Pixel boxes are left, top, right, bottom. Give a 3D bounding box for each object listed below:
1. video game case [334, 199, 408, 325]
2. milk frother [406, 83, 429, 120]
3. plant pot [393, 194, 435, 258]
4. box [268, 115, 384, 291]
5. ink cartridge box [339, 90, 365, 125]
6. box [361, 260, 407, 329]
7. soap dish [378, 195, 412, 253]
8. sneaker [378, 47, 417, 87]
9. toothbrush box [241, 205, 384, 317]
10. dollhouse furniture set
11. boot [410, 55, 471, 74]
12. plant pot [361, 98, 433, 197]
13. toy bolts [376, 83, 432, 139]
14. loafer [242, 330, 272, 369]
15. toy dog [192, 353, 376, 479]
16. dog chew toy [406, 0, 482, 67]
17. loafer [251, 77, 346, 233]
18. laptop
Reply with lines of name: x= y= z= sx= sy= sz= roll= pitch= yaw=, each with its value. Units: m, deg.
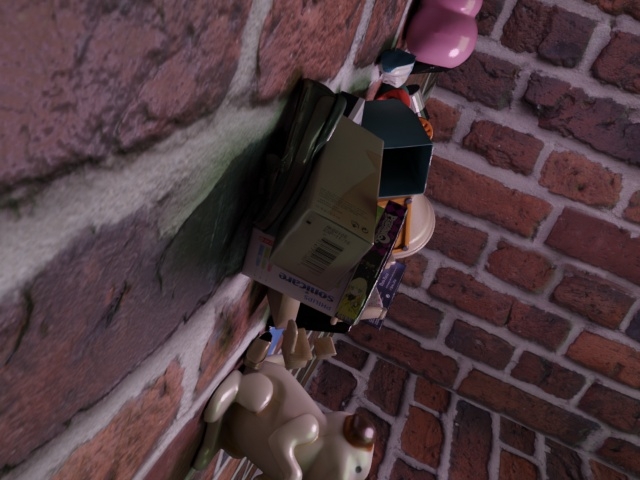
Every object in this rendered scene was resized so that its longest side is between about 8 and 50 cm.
video game case: x=0.091 y=0.050 z=0.968 sx=0.210 sy=0.042 sz=0.232 roll=-64 pitch=172 yaw=-5
milk frother: x=0.313 y=-0.490 z=2.023 sx=0.143 sy=0.129 sz=0.134 roll=-36 pitch=125 yaw=-10
plant pot: x=0.269 y=-0.141 z=2.071 sx=0.333 sy=0.334 sz=0.305 roll=-63 pitch=160 yaw=-18
box: x=0.019 y=-0.080 z=0.964 sx=0.148 sy=0.121 sz=0.311 roll=-50 pitch=-162 yaw=40
ink cartridge box: x=0.034 y=-0.184 z=1.292 sx=0.332 sy=0.065 sz=0.165 roll=90 pitch=25 yaw=-65
box: x=0.160 y=0.165 z=2.169 sx=0.296 sy=0.294 sz=0.182 roll=-47 pitch=157 yaw=-64
soap dish: x=0.200 y=-0.071 z=1.827 sx=0.118 sy=0.229 sz=0.290 roll=-103 pitch=-174 yaw=-47
sneaker: x=0.209 y=-0.467 z=1.493 sx=0.228 sy=0.087 sz=0.092 roll=-45 pitch=160 yaw=-60
toothbrush box: x=0.000 y=0.000 z=1.117 sx=0.283 sy=0.206 sz=0.122 roll=-52 pitch=164 yaw=-55
dollhouse furniture set: x=0.067 y=0.117 z=1.298 sx=0.173 sy=0.356 sz=0.303 roll=105 pitch=-26 yaw=-48
boot: x=0.400 y=-0.711 z=1.831 sx=0.348 sy=0.131 sz=0.260 roll=-168 pitch=-108 yaw=-71
plant pot: x=0.170 y=-0.250 z=1.396 sx=0.165 sy=0.166 sz=0.234 roll=89 pitch=-6 yaw=-49
toy bolts: x=0.226 y=-0.379 z=1.692 sx=0.158 sy=0.218 sz=0.228 roll=-73 pitch=147 yaw=-56
loafer: x=-0.161 y=0.282 z=1.414 sx=0.148 sy=0.056 sz=0.050 roll=-70 pitch=180 yaw=-69
toy dog: x=-0.065 y=0.505 z=1.399 sx=0.284 sy=0.408 sz=0.395 roll=-70 pitch=170 yaw=25
dog chew toy: x=0.371 y=-0.678 z=1.567 sx=0.206 sy=0.207 sz=0.331 roll=-44 pitch=148 yaw=-66
loafer: x=-0.055 y=-0.144 z=0.910 sx=0.267 sy=0.084 sz=0.096 roll=-61 pitch=-158 yaw=-5
laptop: x=0.018 y=0.185 z=1.645 sx=0.382 sy=0.408 sz=0.236 roll=-59 pitch=135 yaw=-38
